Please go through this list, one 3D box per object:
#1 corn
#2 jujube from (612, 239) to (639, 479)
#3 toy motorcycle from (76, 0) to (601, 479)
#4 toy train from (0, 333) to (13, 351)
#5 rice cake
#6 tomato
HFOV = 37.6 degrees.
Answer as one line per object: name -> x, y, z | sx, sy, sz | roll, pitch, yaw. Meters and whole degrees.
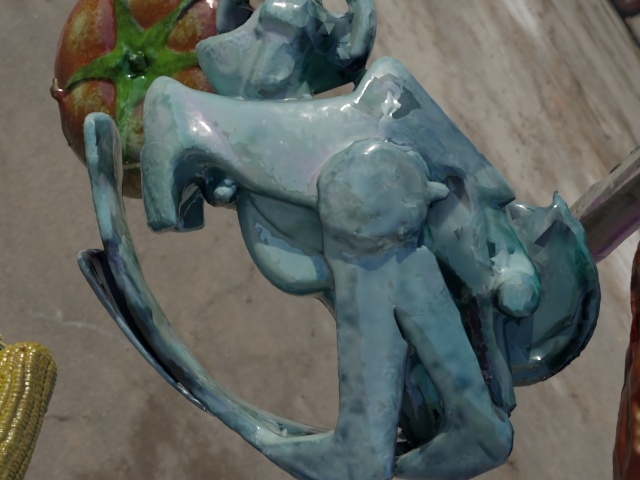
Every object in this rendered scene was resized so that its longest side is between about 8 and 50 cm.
corn -> -0.357, 0.213, 1.058 | 0.080, 0.080, 0.231 | 43, 33, -30
jujube -> 0.257, 0.098, 0.533 | 0.190, 0.189, 0.256 | 10, 66, -58
toy motorcycle -> 0.000, 0.000, 0.465 | 0.260, 0.206, 0.154 | 49, 3, 4
toy train -> -0.530, 0.140, 1.404 | 0.202, 0.060, 0.081 | 39, -6, -9
rice cake -> 0.251, -0.047, 0.705 | 0.049, 0.270, 0.055 | 37, 58, 2
tomato -> -0.179, -0.197, 1.196 | 0.304, 0.303, 0.239 | 64, 14, 11
